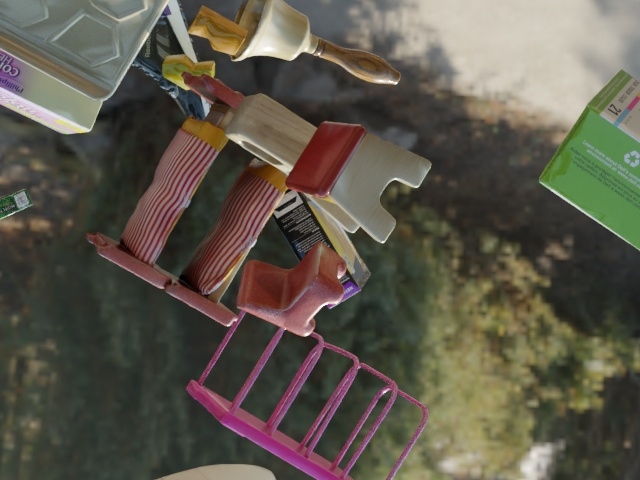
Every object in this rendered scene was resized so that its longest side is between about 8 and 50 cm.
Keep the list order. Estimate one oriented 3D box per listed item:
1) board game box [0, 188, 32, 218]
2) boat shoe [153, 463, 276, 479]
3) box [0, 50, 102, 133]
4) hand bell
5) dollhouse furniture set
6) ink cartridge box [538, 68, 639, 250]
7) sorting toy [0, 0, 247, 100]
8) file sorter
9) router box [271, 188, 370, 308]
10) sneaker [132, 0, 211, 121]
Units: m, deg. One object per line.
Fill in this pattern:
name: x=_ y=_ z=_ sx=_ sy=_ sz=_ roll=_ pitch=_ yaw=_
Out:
board game box: x=-0.542 y=-0.020 z=2.138 sx=0.260 sy=0.030 sz=0.136 roll=-12 pitch=-169 yaw=43
boat shoe: x=-0.177 y=0.343 z=1.558 sx=0.341 sy=0.158 sz=0.127 roll=-7 pitch=146 yaw=-30
box: x=-0.402 y=-0.308 z=2.160 sx=0.214 sy=0.243 sz=0.117 roll=25 pitch=169 yaw=-29
hand bell: x=0.004 y=-0.273 z=2.107 sx=0.242 sy=0.126 sz=0.126 roll=19 pitch=157 yaw=-21
dollhouse furniture set: x=-0.073 y=-0.030 z=1.321 sx=0.152 sy=0.201 sz=0.374 roll=31 pitch=176 yaw=-17
ink cartridge box: x=0.364 y=-0.047 z=1.476 sx=0.255 sy=0.097 sz=0.189 roll=34 pitch=-154 yaw=8
sorting toy: x=-0.251 y=-0.269 z=1.735 sx=0.307 sy=0.041 sz=0.229 roll=28 pitch=130 yaw=-12
file sorter: x=-0.014 y=0.240 z=2.231 sx=0.291 sy=0.182 sz=0.202 roll=34 pitch=176 yaw=-21
router box: x=0.000 y=0.000 z=1.648 sx=0.046 sy=0.133 sz=0.179 roll=-31 pitch=-179 yaw=7
sneaker: x=-0.265 y=-0.301 z=2.377 sx=0.124 sy=0.283 sz=0.107 roll=-20 pitch=-164 yaw=-6
